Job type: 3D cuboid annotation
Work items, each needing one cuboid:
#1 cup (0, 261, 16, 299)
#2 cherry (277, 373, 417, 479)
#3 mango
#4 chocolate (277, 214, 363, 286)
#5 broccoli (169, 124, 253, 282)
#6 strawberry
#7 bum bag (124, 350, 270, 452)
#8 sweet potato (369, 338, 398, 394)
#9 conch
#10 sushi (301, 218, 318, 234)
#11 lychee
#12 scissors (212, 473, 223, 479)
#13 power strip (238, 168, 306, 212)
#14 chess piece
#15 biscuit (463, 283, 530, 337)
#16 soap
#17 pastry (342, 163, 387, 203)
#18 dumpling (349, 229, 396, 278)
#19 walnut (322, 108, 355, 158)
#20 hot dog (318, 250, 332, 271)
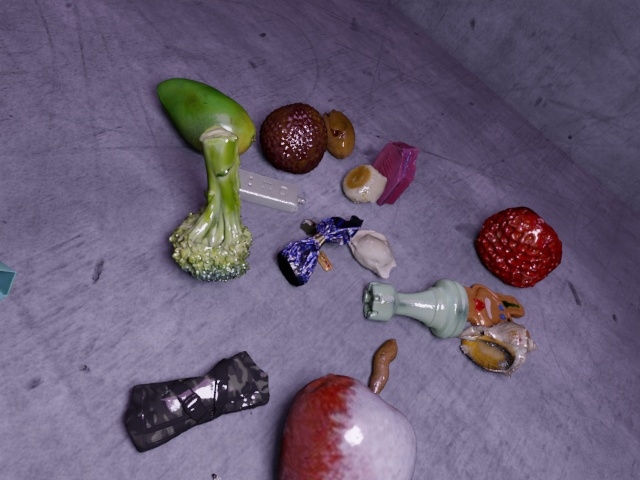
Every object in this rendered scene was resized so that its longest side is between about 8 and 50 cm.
[{"bbox_3d":[-0.838,0.048,0.905,0.236,0.148,0.134,38,78,8],"label":"cup"},{"bbox_3d":[0.063,0.492,0.930,0.327,0.291,0.334,17,71,-26],"label":"cherry"},{"bbox_3d":[-0.398,-0.424,1.371,0.382,0.201,0.225,36,61,5],"label":"mango"},{"bbox_3d":[0.004,0.000,1.289,0.343,0.148,0.126,-40,119,-30],"label":"chocolate"},{"bbox_3d":[-0.274,-0.064,1.068,0.275,0.397,0.353,-13,72,-29],"label":"broccoli"},{"bbox_3d":[0.744,0.013,1.507,0.295,0.345,0.317,-7,75,18],"label":"strawberry"},{"bbox_3d":[-0.282,0.372,0.959,0.341,0.095,0.144,-11,78,-28],"label":"bum bag"},{"bbox_3d":[0.181,0.376,1.190,0.065,0.051,0.218,35,51,-3],"label":"sweet potato"},{"bbox_3d":[0.580,0.354,1.328,0.245,0.162,0.178,7,32,16],"label":"conch"},{"bbox_3d":[-0.026,-0.041,1.393,0.083,0.044,0.046,30,29,-6],"label":"sushi"},{"bbox_3d":[-0.095,-0.368,1.449,0.261,0.260,0.260,12,54,-17],"label":"lychee"},{"bbox_3d":[-0.143,0.638,0.888,0.300,0.022,0.109,47,48,10],"label":"scissors"},{"bbox_3d":[-0.208,-0.175,1.379,0.338,0.058,0.098,14,53,-16],"label":"power strip"},{"bbox_3d":[0.295,0.206,1.285,0.299,0.194,0.194,8,55,-10],"label":"chess piece"},{"bbox_3d":[0.623,0.260,1.473,0.334,0.047,0.202,20,53,-11],"label":"biscuit"},{"bbox_3d":[0.281,-0.271,1.544,0.099,0.250,0.162,-8,60,-31],"label":"soap"},{"bbox_3d":[0.163,-0.211,1.516,0.088,0.166,0.165,40,39,-45],"label":"pastry"},{"bbox_3d":[0.185,0.037,1.379,0.136,0.118,0.199,-30,79,-33],"label":"dumpling"},{"bbox_3d":[0.073,-0.438,1.645,0.137,0.137,0.245,3,60,-22],"label":"walnut"},{"bbox_3d":[0.012,0.066,1.341,0.037,0.021,0.083,-27,73,-36],"label":"hot dog"}]
